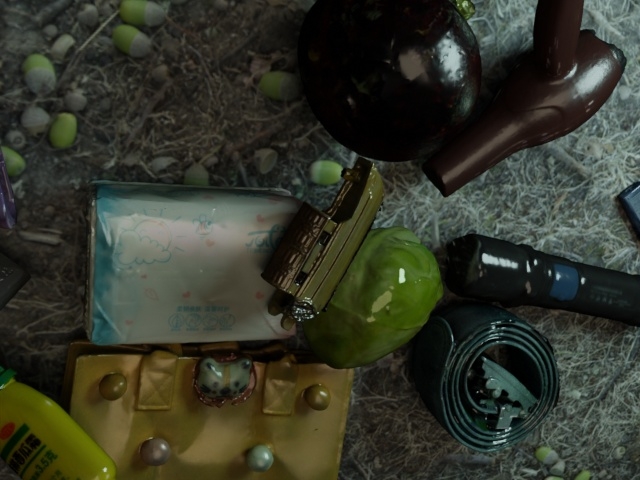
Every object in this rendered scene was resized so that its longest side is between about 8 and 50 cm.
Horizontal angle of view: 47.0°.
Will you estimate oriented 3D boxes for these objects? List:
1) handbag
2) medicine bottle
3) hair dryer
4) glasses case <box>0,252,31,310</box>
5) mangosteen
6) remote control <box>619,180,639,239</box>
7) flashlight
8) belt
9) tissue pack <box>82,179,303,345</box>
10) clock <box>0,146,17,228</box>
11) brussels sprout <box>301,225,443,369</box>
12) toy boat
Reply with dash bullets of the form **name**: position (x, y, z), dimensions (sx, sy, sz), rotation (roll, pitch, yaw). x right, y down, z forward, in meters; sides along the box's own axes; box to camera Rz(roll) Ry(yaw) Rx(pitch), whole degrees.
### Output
- **handbag**: position (-0.162, 0.273, 1.035), dimensions (0.401, 0.133, 0.283), rotation (7, 101, -20)
- **medicine bottle**: position (-0.378, 0.212, 0.902), dimensions (0.309, 0.076, 0.111), rotation (43, 113, 5)
- **hair dryer**: position (0.256, -0.228, 0.920), dimensions (0.312, 0.123, 0.340), rotation (-35, 150, -7)
- **glasses case**: position (-0.438, 0.093, 0.874), dimensions (0.072, 0.042, 0.190), rotation (37, 69, 0)
- **mangosteen**: position (0.109, -0.235, 0.897), dimensions (0.289, 0.231, 0.231), rotation (-44, 116, -16)
- **remote control**: position (0.536, -0.027, 1.206), dimensions (0.043, 0.027, 0.152), rotation (-36, 113, 1)
- **flashlight**: position (0.391, 0.069, 1.160), dimensions (0.424, 0.103, 0.103), rotation (11, 104, -23)
- **belt**: position (0.249, 0.201, 1.142), dimensions (0.206, 0.116, 0.267), rotation (-41, 118, -5)
- **tissue pack**: position (-0.163, 0.030, 0.947), dimensions (0.271, 0.124, 0.201), rotation (1, 112, -19)
- **clock**: position (-0.391, -0.081, 0.840), dimensions (0.050, 0.110, 0.153), rotation (-13, 111, -15)
- **brussels sprout**: position (0.069, 0.083, 1.009), dimensions (0.223, 0.161, 0.223), rotation (-23, 132, -27)
- **toy boat**: position (0.000, 0.000, 0.890), dimensions (0.088, 0.068, 0.226), rotation (29, 92, -31)
